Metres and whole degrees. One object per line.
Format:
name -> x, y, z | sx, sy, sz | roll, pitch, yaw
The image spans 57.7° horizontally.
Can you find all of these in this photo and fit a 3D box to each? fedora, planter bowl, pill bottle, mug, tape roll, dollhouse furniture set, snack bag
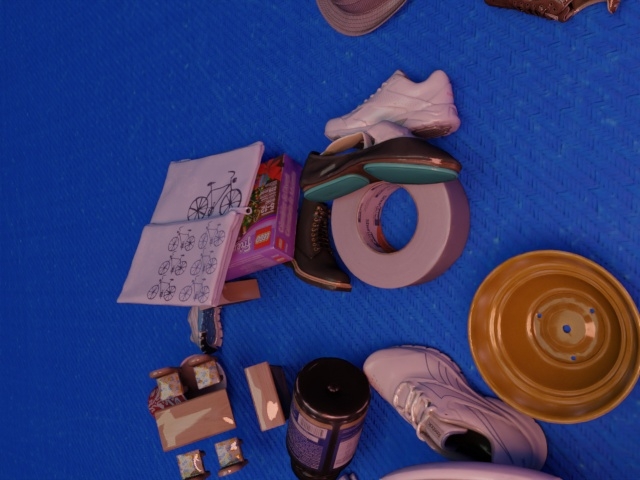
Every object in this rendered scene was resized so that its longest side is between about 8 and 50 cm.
fedora -> 0.056, -0.488, 0.947 | 0.275, 0.124, 0.244 | -38, 67, 32
planter bowl -> 0.313, 0.121, 0.763 | 0.217, 0.090, 0.217 | -1, 89, 39
pill bottle -> 0.006, 0.307, 0.958 | 0.123, 0.123, 0.219 | 39, 136, 32
mug -> -0.283, 0.339, 1.228 | 0.169, 0.113, 0.150 | -37, 71, 40
tape roll -> 0.124, -0.035, 0.927 | 0.219, 0.072, 0.219 | 1, 91, 39
dollhouse furniture set -> -0.182, 0.308, 1.044 | 0.242, 0.161, 0.212 | -19, 76, 0
snack bag -> -0.255, -0.034, 1.132 | 0.323, 0.037, 0.343 | -4, 64, 43

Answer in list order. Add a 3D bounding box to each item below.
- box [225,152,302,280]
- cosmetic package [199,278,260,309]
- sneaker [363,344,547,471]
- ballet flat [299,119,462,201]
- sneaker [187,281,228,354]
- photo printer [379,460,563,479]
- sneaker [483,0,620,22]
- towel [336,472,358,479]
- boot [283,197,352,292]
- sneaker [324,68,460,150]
box -> -0.168, -0.027, 1.116 | 0.293, 0.057, 0.201 | -19, 55, 35
cosmetic package -> -0.180, 0.105, 1.143 | 0.060, 0.115, 0.041 | -19, 81, 36
sneaker -> 0.176, 0.244, 0.850 | 0.297, 0.129, 0.111 | 25, 106, 37
ballet flat -> 0.076, -0.124, 0.864 | 0.280, 0.095, 0.096 | -5, 75, 39
sneaker -> -0.251, 0.140, 1.233 | 0.083, 0.071, 0.191 | 15, 99, 44
photo printer -> 0.224, 0.400, 0.733 | 0.256, 0.107, 0.307 | -17, 115, 38
sneaker -> 0.307, -0.330, 0.784 | 0.188, 0.066, 0.071 | 4, 93, 39
towel -> 0.018, 0.569, 1.038 | 0.285, 0.034, 0.209 | -48, 63, 28
boot -> 0.000, 0.000, 1.006 | 0.198, 0.077, 0.137 | 29, 103, 50
sneaker -> 0.112, -0.213, 0.939 | 0.232, 0.090, 0.115 | -5, 80, 30
